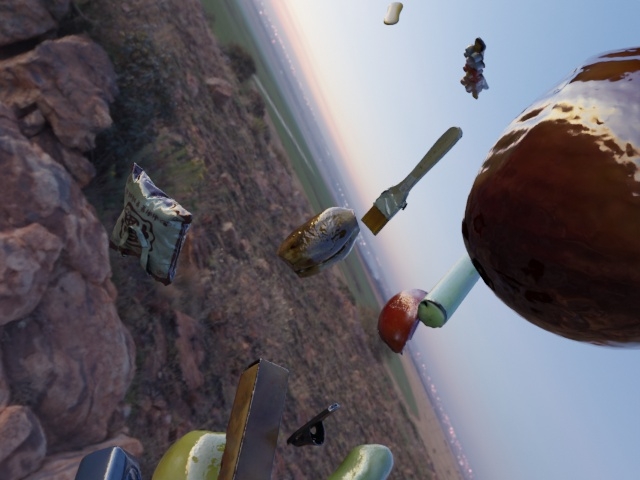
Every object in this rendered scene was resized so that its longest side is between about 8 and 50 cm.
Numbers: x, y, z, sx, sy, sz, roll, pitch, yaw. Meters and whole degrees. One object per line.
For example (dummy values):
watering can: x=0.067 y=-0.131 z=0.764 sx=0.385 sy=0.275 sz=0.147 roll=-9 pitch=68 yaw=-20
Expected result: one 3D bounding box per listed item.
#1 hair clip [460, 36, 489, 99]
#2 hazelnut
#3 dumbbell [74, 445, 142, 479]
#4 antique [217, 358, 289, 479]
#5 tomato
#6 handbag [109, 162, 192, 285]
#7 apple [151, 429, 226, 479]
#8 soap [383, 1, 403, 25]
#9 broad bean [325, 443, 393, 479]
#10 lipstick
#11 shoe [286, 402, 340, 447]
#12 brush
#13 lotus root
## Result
hair clip: x=0.345 y=-0.376 z=1.052 sx=0.062 sy=0.056 sz=0.214 roll=53 pitch=12 yaw=22
hazelnut: x=0.408 y=-0.045 z=0.598 sx=0.421 sy=0.420 sz=0.353 roll=-106 pitch=-174 yaw=-54
dumbbell: x=-0.443 y=0.429 z=0.711 sx=0.160 sy=0.324 sz=0.144 roll=-119 pitch=-163 yaw=-64
antique: x=-0.149 y=0.419 z=1.007 sx=0.087 sy=0.093 sz=0.310 roll=30 pitch=44 yaw=-22
tomato: x=0.204 y=0.194 z=1.192 sx=0.099 sy=0.173 sz=0.189 roll=25 pitch=-1 yaw=13
handbag: x=-0.407 y=-0.029 z=1.117 sx=0.212 sy=0.235 sz=0.127 roll=35 pitch=27 yaw=14
apple: x=-0.322 y=0.675 z=1.303 sx=0.292 sy=0.291 sz=0.254 roll=60 pitch=23 yaw=-43
soap: x=0.156 y=-0.485 z=1.001 sx=0.012 sy=0.034 sz=0.089 roll=77 pitch=26 yaw=-53
broad bean: x=0.036 y=0.440 z=0.796 sx=0.100 sy=0.228 sz=0.169 roll=37 pitch=-36 yaw=16
lipstick: x=0.326 y=0.112 z=1.143 sx=0.304 sy=0.076 sz=0.076 roll=-33 pitch=101 yaw=-49
shoe: x=-0.009 y=0.401 z=0.980 sx=0.053 sy=0.159 sz=0.062 roll=51 pitch=23 yaw=21
brush: x=0.228 y=-0.153 z=1.177 sx=0.020 sy=0.337 sz=0.085 roll=22 pitch=26 yaw=-46
lotus root: x=0.006 y=0.008 z=1.528 sx=0.193 sy=0.290 sz=0.193 roll=53 pitch=0 yaw=1
